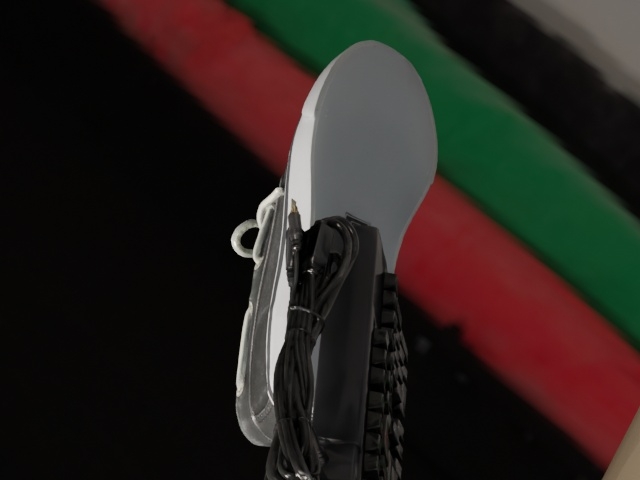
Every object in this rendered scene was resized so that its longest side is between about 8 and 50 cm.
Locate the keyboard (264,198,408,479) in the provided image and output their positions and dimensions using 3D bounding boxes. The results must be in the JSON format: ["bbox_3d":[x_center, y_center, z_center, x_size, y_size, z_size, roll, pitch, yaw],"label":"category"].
[{"bbox_3d":[0.013,0.112,0.915,0.033,0.201,0.317,-8,-137,13],"label":"keyboard"}]

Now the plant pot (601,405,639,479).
[{"bbox_3d":[0.174,0.098,0.386,0.323,0.280,0.323,6,-156,-3],"label":"plant pot"}]

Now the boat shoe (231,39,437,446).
[{"bbox_3d":[0.003,0.002,1.397,0.113,0.105,0.306,23,-122,-30],"label":"boat shoe"}]
